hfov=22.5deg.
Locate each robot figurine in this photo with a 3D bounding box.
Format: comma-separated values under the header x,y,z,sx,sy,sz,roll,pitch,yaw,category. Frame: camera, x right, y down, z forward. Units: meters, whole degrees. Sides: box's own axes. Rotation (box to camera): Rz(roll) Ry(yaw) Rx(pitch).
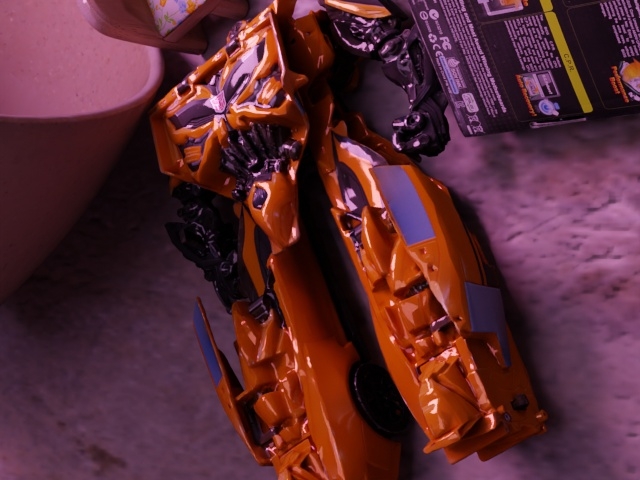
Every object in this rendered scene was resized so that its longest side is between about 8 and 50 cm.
x,y,z,sx,sy,sz,roll,pitch,yaw,category
0.000,0.000,0.855,0.211,0.085,0.291,-37,65,32,robot figurine

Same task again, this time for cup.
x,y,z,sx,sy,sz,roll,pitch,yaw,category
-0.286,-0.050,0.947,0.331,0.331,0.237,40,118,35,cup

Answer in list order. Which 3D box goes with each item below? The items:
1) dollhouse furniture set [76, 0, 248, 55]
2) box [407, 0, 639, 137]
x,y,z,sx,sy,sz,roll,pitch,yaw,category
-0.092,-0.264,0.902,0.212,0.161,0.242,-36,65,33,dollhouse furniture set
0.114,-0.147,0.736,0.184,0.045,0.190,-7,116,39,box
